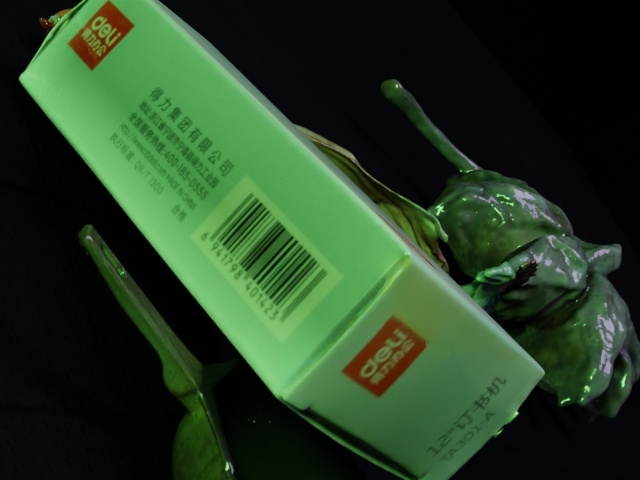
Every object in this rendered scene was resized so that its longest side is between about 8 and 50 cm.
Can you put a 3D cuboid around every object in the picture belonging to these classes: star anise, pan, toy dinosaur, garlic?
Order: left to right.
[{"bbox_3d":[-0.038,0.083,0.586,0.202,0.048,0.128,56,13,1],"label":"pan"},{"bbox_3d":[0.004,-0.009,0.854,0.174,0.099,0.124,48,1,-23],"label":"garlic"},{"bbox_3d":[0.118,0.046,1.058,0.044,0.106,0.187,61,16,22],"label":"toy dinosaur"},{"bbox_3d":[0.203,0.022,1.325,0.359,0.139,0.316,46,10,-30],"label":"star anise"}]

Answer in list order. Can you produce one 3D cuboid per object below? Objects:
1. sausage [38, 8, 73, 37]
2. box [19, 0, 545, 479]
[{"bbox_3d":[-0.087,-0.084,0.847,0.034,0.034,0.253,61,15,25],"label":"sausage"},{"bbox_3d":[-0.025,-0.011,0.660,0.269,0.079,0.135,46,4,41],"label":"box"}]
